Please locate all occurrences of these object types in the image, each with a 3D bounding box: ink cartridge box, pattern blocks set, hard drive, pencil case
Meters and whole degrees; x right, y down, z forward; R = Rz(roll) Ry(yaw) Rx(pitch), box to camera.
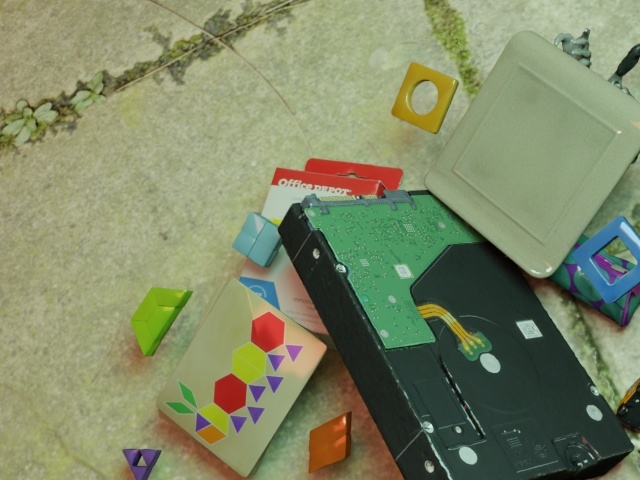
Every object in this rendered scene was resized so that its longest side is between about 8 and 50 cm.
[{"bbox_3d":[0.000,0.000,1.164,0.134,0.078,0.231,9,71,23],"label":"ink cartridge box"},{"bbox_3d":[-0.087,0.149,1.095,0.285,0.026,0.325,43,101,19],"label":"pattern blocks set"},{"bbox_3d":[0.126,0.094,1.005,0.064,0.237,0.338,-56,51,40],"label":"hard drive"},{"bbox_3d":[0.269,0.022,1.063,0.064,0.070,0.152,-38,56,-25],"label":"pencil case"}]

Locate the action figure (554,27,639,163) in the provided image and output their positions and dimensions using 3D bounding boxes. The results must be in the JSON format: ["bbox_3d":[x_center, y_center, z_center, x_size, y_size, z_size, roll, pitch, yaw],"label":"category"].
[{"bbox_3d":[0.303,-0.150,1.094,0.276,0.141,0.164,-35,72,0],"label":"action figure"}]

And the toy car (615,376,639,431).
[{"bbox_3d":[0.353,0.163,1.002,0.122,0.060,0.040,14,27,8],"label":"toy car"}]

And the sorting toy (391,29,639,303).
[{"bbox_3d":[0.221,-0.089,1.045,0.348,0.047,0.196,44,111,30],"label":"sorting toy"}]
